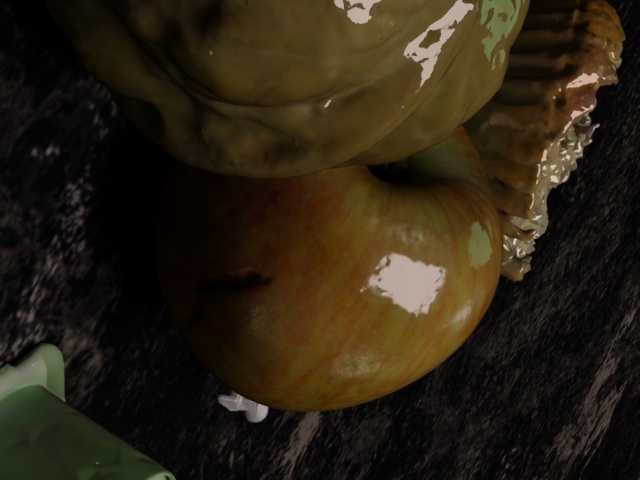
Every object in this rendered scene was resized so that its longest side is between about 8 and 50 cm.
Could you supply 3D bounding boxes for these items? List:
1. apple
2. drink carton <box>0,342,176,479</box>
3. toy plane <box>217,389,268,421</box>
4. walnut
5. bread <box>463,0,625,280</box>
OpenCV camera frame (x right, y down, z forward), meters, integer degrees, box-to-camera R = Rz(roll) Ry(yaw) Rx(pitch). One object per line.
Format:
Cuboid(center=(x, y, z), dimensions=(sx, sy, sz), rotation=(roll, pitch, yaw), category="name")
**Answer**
Cuboid(center=(0.000, 0.000, 1.273), dimensions=(0.264, 0.264, 0.264), rotation=(-41, 148, -34), category="apple")
Cuboid(center=(-0.189, 0.185, 1.237), dimensions=(0.144, 0.142, 0.146), rotation=(-39, 148, -35), category="drink carton")
Cuboid(center=(-0.044, 0.066, 1.444), dimensions=(0.174, 0.080, 0.174), rotation=(11, 90, -72), category="toy plane")
Cuboid(center=(-0.022, -0.170, 1.042), dimensions=(0.253, 0.277, 0.282), rotation=(-54, 143, -25), category="walnut")
Cuboid(center=(0.172, -0.105, 1.548), dimensions=(0.274, 0.149, 0.274), rotation=(19, 90, -90), category="bread")
